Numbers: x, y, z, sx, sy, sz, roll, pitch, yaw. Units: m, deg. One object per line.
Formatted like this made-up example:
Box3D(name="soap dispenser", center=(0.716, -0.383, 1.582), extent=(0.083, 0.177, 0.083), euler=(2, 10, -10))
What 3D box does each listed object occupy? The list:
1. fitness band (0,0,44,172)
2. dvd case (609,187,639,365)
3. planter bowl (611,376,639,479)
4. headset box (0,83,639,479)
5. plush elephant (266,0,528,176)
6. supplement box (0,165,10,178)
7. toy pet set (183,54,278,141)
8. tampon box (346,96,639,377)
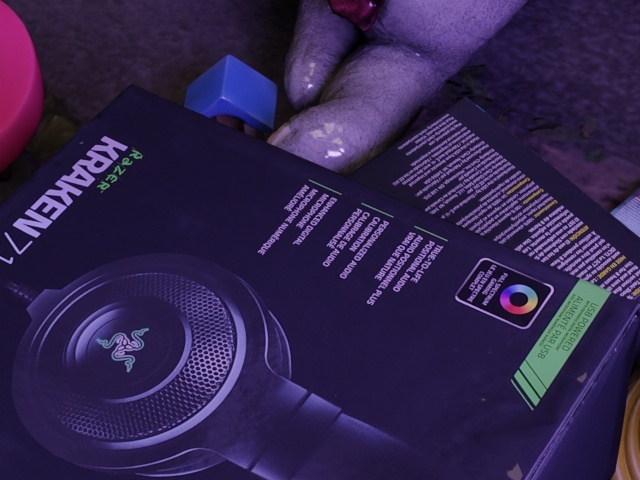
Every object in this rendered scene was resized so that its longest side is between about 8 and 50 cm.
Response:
Box3D(name="fitness band", center=(-0.313, -0.076, 0.908), extent=(0.291, 0.054, 0.209), euler=(-17, 42, -15))
Box3D(name="dvd case", center=(0.201, 0.017, 0.927), extent=(0.119, 0.013, 0.087), euler=(-39, 56, -25))
Box3D(name="planter bowl", center=(0.244, 0.101, 0.779), extent=(0.217, 0.090, 0.217), euler=(-7, 42, 6))
Box3D(name="headset box", center=(-0.034, 0.099, 0.621), extent=(0.283, 0.131, 0.246), euler=(25, 56, 24))
Box3D(name="plush elephant", center=(0.029, -0.232, 0.936), extent=(0.255, 0.272, 0.330), euler=(43, 33, -6))
Box3D(name="supplement box", center=(-0.313, -0.092, 1.021), extent=(0.188, 0.081, 0.104), euler=(-8, 48, -3))
Box3D(name="toy pet set", center=(-0.052, -0.058, 0.958), extent=(0.122, 0.065, 0.114), euler=(1, 48, 5))
Box3D(name="tampon box", center=(0.096, 0.025, 0.844), extent=(0.101, 0.120, 0.161), euler=(-35, 63, -25))
